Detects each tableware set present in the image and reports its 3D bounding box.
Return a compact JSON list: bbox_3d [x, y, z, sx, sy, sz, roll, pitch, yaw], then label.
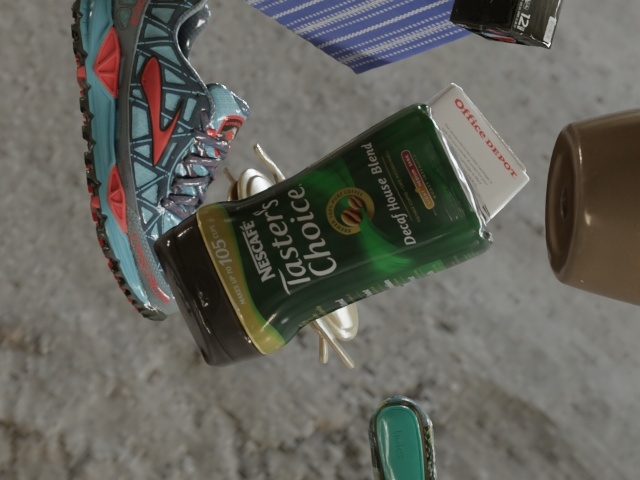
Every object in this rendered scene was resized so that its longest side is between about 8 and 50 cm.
[{"bbox_3d":[-0.030,0.018,1.619,0.194,0.039,0.128,53,26,-28],"label":"tableware set"}]

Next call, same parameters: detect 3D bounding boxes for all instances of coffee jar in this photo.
[{"bbox_3d":[0.000,0.000,1.042,0.096,0.184,0.079,64,7,6],"label":"coffee jar"}]

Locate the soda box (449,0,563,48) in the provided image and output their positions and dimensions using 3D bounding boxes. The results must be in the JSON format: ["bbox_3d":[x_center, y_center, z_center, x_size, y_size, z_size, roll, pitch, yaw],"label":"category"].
[{"bbox_3d":[0.148,-0.224,1.262,0.060,0.169,0.053,15,-1,41],"label":"soda box"}]

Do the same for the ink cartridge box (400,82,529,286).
[{"bbox_3d":[0.125,-0.065,2.047,0.148,0.086,0.203,52,45,-2],"label":"ink cartridge box"}]

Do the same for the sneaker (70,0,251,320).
[{"bbox_3d":[-0.111,-0.073,1.321,0.125,0.104,0.262,-7,85,0],"label":"sneaker"}]

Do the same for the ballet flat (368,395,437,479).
[{"bbox_3d":[0.076,0.223,1.510,0.070,0.070,0.188,-3,95,-45],"label":"ballet flat"}]

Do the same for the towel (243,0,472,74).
[{"bbox_3d":[0.004,-0.297,1.950,0.336,0.243,0.040,29,62,-34],"label":"towel"}]

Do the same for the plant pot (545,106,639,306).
[{"bbox_3d":[0.332,-0.033,1.649,0.229,0.263,0.263,3,40,-4],"label":"plant pot"}]
